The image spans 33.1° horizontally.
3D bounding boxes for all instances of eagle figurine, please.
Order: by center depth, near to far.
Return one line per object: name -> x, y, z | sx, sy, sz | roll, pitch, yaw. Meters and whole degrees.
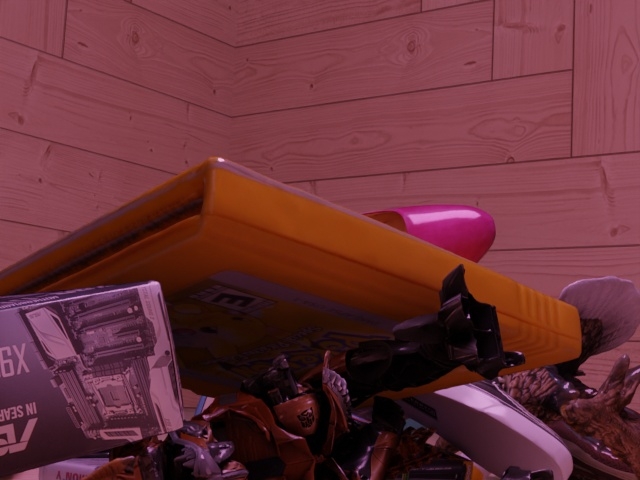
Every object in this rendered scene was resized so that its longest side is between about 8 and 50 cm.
eagle figurine -> 0.159, 0.154, 1.025 | 0.225, 0.226, 0.298 | -17, 12, -39

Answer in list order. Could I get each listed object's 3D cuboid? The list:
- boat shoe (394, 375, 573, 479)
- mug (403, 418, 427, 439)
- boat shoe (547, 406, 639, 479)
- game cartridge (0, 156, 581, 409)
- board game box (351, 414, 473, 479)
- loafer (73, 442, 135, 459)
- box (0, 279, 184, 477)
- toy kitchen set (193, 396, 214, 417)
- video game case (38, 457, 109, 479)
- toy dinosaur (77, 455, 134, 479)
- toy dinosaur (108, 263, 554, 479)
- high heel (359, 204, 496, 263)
boat shoe -> 0.120, 0.125, 0.891 | 0.219, 0.070, 0.077 | 28, -36, 32
mug -> 0.063, 0.233, 1.343 | 0.130, 0.097, 0.158 | 4, -8, -16
boat shoe -> 0.278, 0.223, 1.168 | 0.095, 0.095, 0.257 | -23, 32, -34
game cartridge -> -0.030, 0.058, 0.742 | 0.324, 0.052, 0.285 | 22, -30, -36
board game box -> 0.018, 0.182, 0.898 | 0.141, 0.048, 0.170 | 9, 0, -36
loafer -> -0.290, 0.199, 1.153 | 0.223, 0.078, 0.076 | 5, -8, -16
box -> -0.256, 0.082, 0.510 | 0.308, 0.076, 0.242 | -9, 1, -36
toy kitchen set -> -0.105, 0.194, 1.139 | 0.166, 0.122, 0.207 | -2, -37, 28
video game case -> -0.111, 0.210, 0.946 | 0.183, 0.023, 0.201 | -4, -11, 42
toy dinosaur -> -0.108, 0.118, 0.409 | 0.212, 0.064, 0.112 | 1, -7, 14
toy dinosaur -> 0.010, 0.119, 0.640 | 0.218, 0.164, 0.322 | -18, 7, 22
high heel -> 0.000, 0.000, 0.788 | 0.244, 0.082, 0.117 | -11, -37, 18
